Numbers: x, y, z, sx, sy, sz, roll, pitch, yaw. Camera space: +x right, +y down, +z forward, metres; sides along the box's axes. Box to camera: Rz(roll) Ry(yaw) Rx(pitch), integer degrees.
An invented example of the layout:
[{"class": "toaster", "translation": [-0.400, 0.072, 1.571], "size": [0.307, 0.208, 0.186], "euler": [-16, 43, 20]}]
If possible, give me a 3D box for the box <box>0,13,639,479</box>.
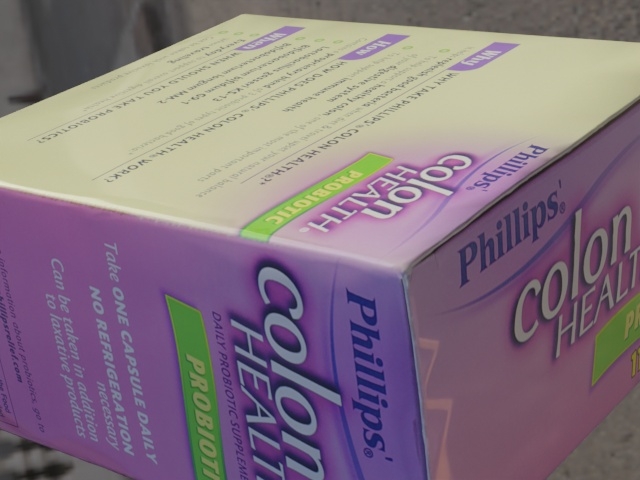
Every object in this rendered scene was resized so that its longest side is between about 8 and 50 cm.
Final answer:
[{"class": "box", "translation": [0.000, 0.000, 0.549], "size": [0.243, 0.213, 0.117], "euler": [10, 119, 36]}]
